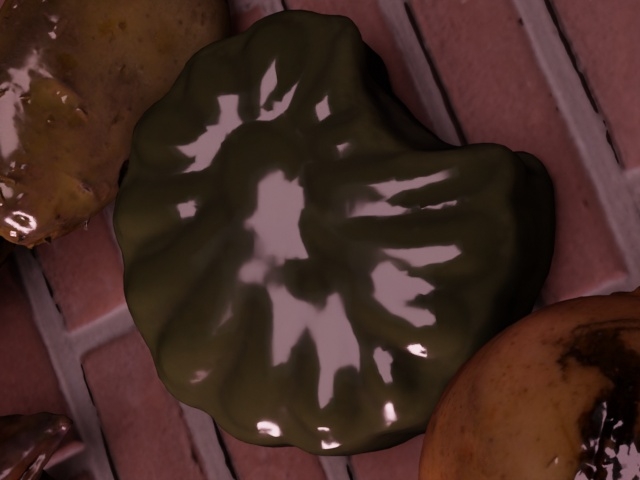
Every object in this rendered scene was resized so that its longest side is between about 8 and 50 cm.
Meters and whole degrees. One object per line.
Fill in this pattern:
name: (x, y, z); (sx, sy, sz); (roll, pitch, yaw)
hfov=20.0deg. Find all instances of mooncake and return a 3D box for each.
mooncake: (0.000, 0.000, 1.431); (0.351, 0.187, 0.351); (0, 89, 22)

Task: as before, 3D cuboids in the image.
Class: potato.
potato: (-0.197, -0.133, 1.511); (0.141, 0.191, 0.296); (8, 64, 54)

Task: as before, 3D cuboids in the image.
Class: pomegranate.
pomegranate: (0.230, 0.169, 1.256); (0.322, 0.322, 0.322); (-1, 87, 24)

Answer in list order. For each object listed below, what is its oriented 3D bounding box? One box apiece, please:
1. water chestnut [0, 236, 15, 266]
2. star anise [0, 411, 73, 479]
water chestnut: (-0.422, -0.018, 1.579); (0.335, 0.335, 0.347); (31, 140, 22)
star anise: (-0.331, 0.229, 1.572); (0.315, 0.315, 0.108); (-30, 34, 20)
